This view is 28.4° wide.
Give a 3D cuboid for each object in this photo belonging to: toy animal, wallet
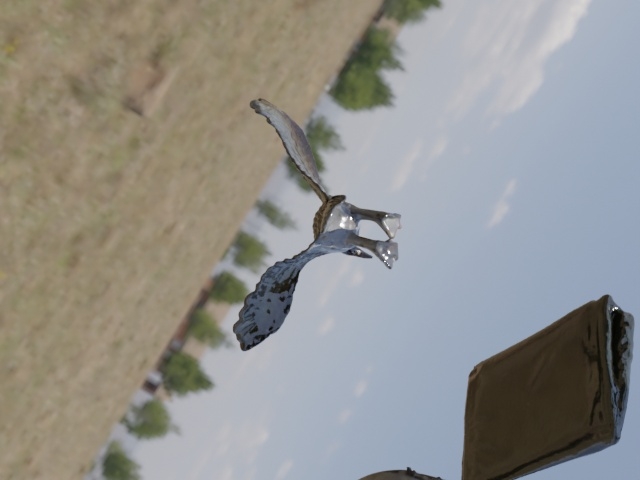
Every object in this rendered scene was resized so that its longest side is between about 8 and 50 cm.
[{"bbox_3d":[0.014,0.002,1.334,0.160,0.197,0.273,1,-107,48],"label":"toy animal"},{"bbox_3d":[0.237,0.171,1.357,0.245,0.052,0.169,-35,-143,48],"label":"wallet"}]

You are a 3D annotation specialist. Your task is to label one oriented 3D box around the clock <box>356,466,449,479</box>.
[{"bbox_3d":[0.135,0.417,1.528,0.338,0.338,0.102,-56,-168,45],"label":"clock"}]
